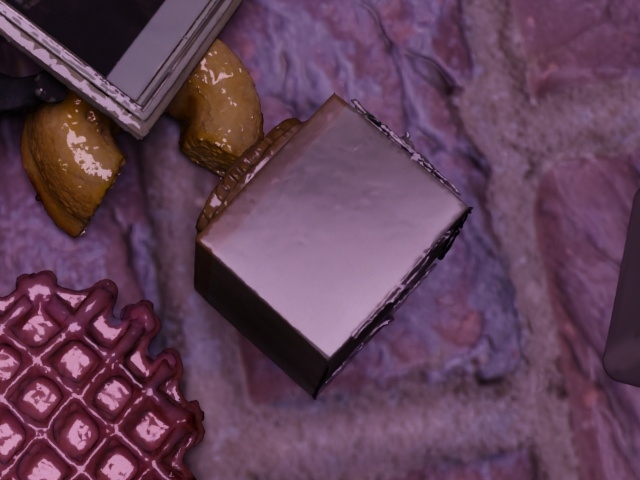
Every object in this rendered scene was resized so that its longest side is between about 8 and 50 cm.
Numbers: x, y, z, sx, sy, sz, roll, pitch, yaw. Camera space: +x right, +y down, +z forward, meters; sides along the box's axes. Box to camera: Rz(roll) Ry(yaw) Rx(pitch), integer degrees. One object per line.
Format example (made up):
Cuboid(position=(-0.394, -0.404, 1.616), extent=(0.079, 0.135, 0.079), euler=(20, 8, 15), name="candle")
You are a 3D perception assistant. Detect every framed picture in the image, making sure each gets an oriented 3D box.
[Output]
Cuboid(position=(-0.147, -0.236, 1.140), extent=(0.231, 0.018, 0.293), euler=(37, 53, -10), name="framed picture")

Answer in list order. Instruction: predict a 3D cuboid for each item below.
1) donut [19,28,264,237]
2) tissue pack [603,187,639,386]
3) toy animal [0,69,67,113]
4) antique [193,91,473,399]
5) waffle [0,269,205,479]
Cuboid(position=(-0.128, -0.092, 1.149), extent=(0.181, 0.078, 0.146), euler=(-15, 79, -12), name="donut")
Cuboid(position=(0.347, 0.040, 1.138), extent=(0.246, 0.136, 0.159), euler=(15, 73, -2), name="tissue pack")
Cuboid(position=(-0.246, -0.092, 1.109), extent=(0.082, 0.137, 0.269), euler=(3, 73, -43), name="toy animal")
Cuboid(position=(0.000, 0.000, 1.103), extent=(0.148, 0.146, 0.152), euler=(40, 74, 7), name="antique")
Cuboid(position=(-0.188, 0.133, 1.087), extent=(0.221, 0.055, 0.234), euler=(-1, 74, -8), name="waffle")
